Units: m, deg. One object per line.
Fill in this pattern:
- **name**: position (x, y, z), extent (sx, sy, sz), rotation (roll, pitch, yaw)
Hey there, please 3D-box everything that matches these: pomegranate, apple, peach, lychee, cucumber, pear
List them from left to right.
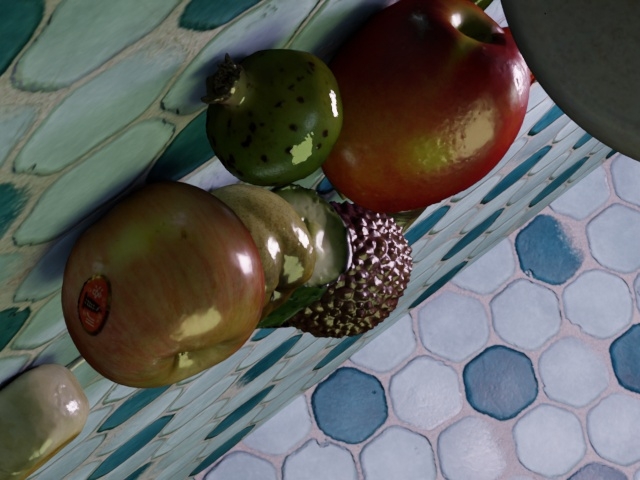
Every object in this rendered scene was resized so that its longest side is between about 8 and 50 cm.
- **apple**: position (-0.151, 0.042, 1.712), extent (0.209, 0.164, 0.209), rotation (-27, 164, -8)
- **pear**: position (-0.093, 0.022, 1.901), extent (0.167, 0.136, 0.167), rotation (-42, 168, -11)
- **cucumber**: position (-0.067, 0.042, 2.163), extent (0.134, 0.134, 0.244), rotation (-33, 174, -35)
- **pomegranate**: position (-0.045, -0.111, 1.577), extent (0.130, 0.130, 0.130), rotation (-38, 170, -8)
- **lychee**: position (0.013, 0.033, 2.298), extent (0.188, 0.188, 0.188), rotation (-38, 170, -8)
- **peach**: position (0.094, -0.127, 1.779), extent (0.226, 0.190, 0.196), rotation (-54, 174, 33)

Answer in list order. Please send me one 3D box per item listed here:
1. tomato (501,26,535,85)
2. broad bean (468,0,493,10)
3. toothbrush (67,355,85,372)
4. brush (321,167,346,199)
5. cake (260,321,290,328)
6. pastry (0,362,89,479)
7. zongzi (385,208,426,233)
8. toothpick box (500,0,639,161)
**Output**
- **tomato**: position (0.198, -0.193, 2.188), extent (0.174, 0.082, 0.166), rotation (-50, 171, 28)
- **broad bean**: position (0.155, -0.254, 1.854), extent (0.254, 0.046, 0.065), rotation (-44, -178, 21)
- **toothbrush**: position (-0.222, 0.106, 2.139), extent (0.269, 0.027, 0.021), rotation (-38, 158, -17)
- **brush**: position (0.053, -0.092, 2.223), extent (0.103, 0.047, 0.233), rotation (-39, 172, -3)
- **cake**: position (-0.013, 0.059, 2.682), extent (0.112, 0.135, 0.246), rotation (-16, -174, -40)
- **pastry**: position (-0.325, 0.206, 2.016), extent (0.156, 0.092, 0.156), rotation (-36, 176, -3)
- **zongzi**: position (0.140, -0.109, 2.412), extent (0.187, 0.084, 0.184), rotation (-54, 178, 41)
- **toothpick box**: position (0.366, -0.267, 1.537), extent (0.409, 0.409, 0.425), rotation (-47, 173, 37)
